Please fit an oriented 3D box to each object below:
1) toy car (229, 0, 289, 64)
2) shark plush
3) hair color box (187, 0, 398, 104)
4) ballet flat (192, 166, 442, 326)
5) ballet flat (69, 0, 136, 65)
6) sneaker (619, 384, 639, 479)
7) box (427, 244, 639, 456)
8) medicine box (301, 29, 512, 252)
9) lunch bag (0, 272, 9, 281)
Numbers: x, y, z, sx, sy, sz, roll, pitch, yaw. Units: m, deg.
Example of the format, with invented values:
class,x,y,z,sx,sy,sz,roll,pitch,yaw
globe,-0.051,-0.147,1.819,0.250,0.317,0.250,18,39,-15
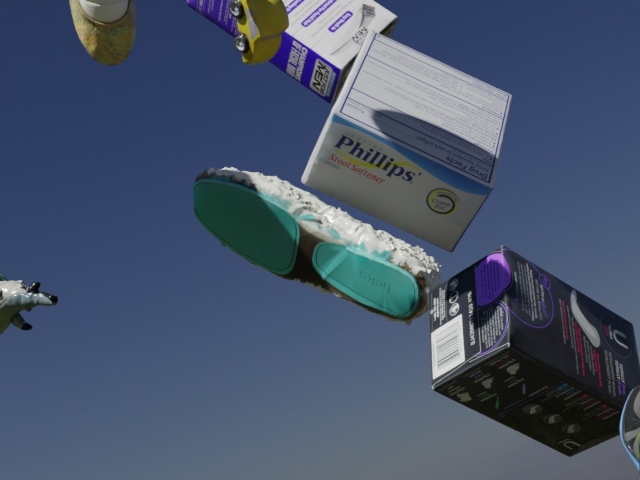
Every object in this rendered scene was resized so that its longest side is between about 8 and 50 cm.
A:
class,x,y,z,sx,sy,sz,roll,pitch,yaw
toy car,-0.068,-0.352,1.332,0.053,0.225,0.239,17,-23,42
shark plush,-0.371,0.081,1.391,0.161,0.067,0.073,-17,11,27
hair color box,-0.052,-0.415,2.055,0.185,0.338,0.110,-46,-15,-33
ballet flat,0.000,0.000,1.710,0.147,0.408,0.147,-56,-16,-24
ballet flat,-0.394,-0.496,2.041,0.123,0.349,0.123,-3,-6,0
sneaker,0.327,0.200,1.068,0.067,0.188,0.078,14,-56,1
box,0.288,0.153,1.512,0.270,0.165,0.143,29,-45,-27
medicine box,0.142,-0.163,1.790,0.263,0.289,0.149,25,-51,-2
lunch bag,-0.559,0.086,1.501,0.224,0.279,0.108,-57,20,-21
